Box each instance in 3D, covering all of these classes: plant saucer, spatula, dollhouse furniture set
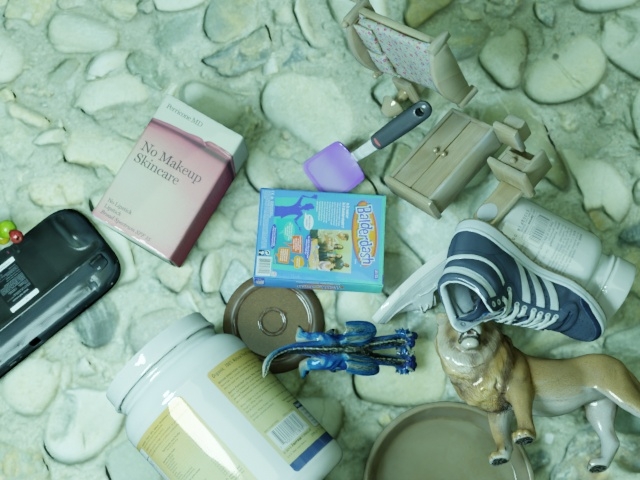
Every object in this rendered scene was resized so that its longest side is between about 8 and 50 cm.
[{"bbox_3d":[0.202,0.396,1.548,0.278,0.041,0.278,1,73,-4],"label":"plant saucer"},{"bbox_3d":[0.078,-0.147,1.541,0.030,0.296,0.084,-40,96,-38],"label":"spatula"},{"bbox_3d":[0.144,-0.204,1.485,0.174,0.355,0.303,-48,47,-8],"label":"dollhouse furniture set"},{"bbox_3d":[-0.077,0.134,1.604,0.168,0.029,0.168,0,82,-2],"label":"plant saucer"}]

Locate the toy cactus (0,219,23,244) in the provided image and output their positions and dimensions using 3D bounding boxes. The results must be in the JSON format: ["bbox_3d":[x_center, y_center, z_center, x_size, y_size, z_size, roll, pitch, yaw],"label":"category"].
[{"bbox_3d":[-0.588,0.019,1.565,0.219,0.112,0.180,-39,47,-3],"label":"toy cactus"}]

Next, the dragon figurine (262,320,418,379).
[{"bbox_3d":[0.041,0.170,1.515,0.144,0.289,0.085,-10,77,36],"label":"dragon figurine"}]

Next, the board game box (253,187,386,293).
[{"bbox_3d":[0.000,0.000,1.601,0.210,0.047,0.160,4,71,0],"label":"board game box"}]

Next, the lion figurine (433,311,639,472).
[{"bbox_3d":[0.370,0.232,1.550,0.392,0.142,0.240,11,49,-14],"label":"lion figurine"}]

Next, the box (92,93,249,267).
[{"bbox_3d":[-0.239,-0.093,1.583,0.148,0.127,0.232,30,83,4],"label":"box"}]

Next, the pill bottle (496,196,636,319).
[{"bbox_3d":[0.380,0.032,1.573,0.229,0.131,0.131,28,82,3],"label":"pill bottle"}]

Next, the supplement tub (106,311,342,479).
[{"bbox_3d":[-0.148,0.286,1.475,0.228,0.228,0.316,-43,80,-6],"label":"supplement tub"}]

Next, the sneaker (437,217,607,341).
[{"bbox_3d":[0.298,0.102,1.472,0.282,0.099,0.153,36,49,-5],"label":"sneaker"}]

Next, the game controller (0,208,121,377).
[{"bbox_3d":[-0.486,0.090,1.596,0.319,0.067,0.166,-39,70,-6],"label":"game controller"}]

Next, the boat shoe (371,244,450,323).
[{"bbox_3d":[0.167,0.084,1.602,0.184,0.066,0.063,-39,83,-15],"label":"boat shoe"}]
